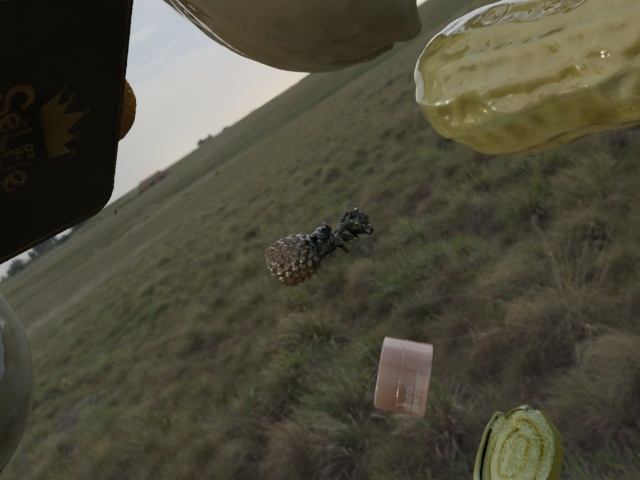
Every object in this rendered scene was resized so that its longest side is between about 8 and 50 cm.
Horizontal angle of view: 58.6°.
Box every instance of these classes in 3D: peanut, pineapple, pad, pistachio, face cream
[{"bbox_3d":[0.224,-0.146,0.467,0.305,0.147,0.147,-5,29,38],"label":"peanut"},{"bbox_3d":[0.000,0.000,0.596,0.124,0.058,0.058,-34,12,24],"label":"pineapple"},{"bbox_3d":[-0.330,-0.108,0.680,0.315,0.063,0.376,-42,-21,-48],"label":"pad"},{"bbox_3d":[-0.049,-0.276,0.538,0.208,0.331,0.226,-46,18,48],"label":"pistachio"},{"bbox_3d":[0.174,0.281,1.184,0.104,0.149,0.149,8,26,11],"label":"face cream"}]

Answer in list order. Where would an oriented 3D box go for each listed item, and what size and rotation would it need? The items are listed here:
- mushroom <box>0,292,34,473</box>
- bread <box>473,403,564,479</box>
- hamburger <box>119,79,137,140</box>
[{"bbox_3d":[-0.287,0.080,0.340,0.243,0.244,0.243,-31,14,9],"label":"mushroom"},{"bbox_3d":[0.285,0.311,0.813,0.117,0.064,0.156,-3,54,48],"label":"bread"},{"bbox_3d":[-0.435,-0.215,0.920,0.244,0.163,0.244,-48,-15,-17],"label":"hamburger"}]
